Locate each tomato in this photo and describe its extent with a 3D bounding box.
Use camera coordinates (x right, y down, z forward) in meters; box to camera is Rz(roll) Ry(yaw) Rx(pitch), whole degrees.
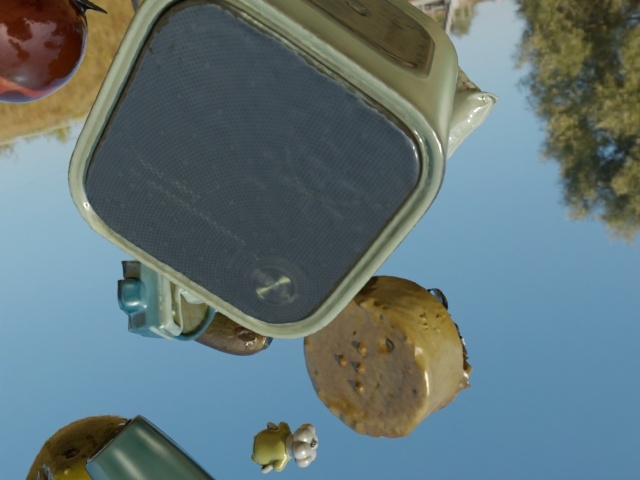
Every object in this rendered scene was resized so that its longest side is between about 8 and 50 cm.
[{"bbox_3d":[-0.469,-0.324,1.001,0.256,0.224,0.256,33,-159,-15],"label":"tomato"}]

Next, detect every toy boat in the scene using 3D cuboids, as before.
[{"bbox_3d":[-0.137,0.061,0.737,0.102,0.088,0.215,-6,170,1],"label":"toy boat"}]

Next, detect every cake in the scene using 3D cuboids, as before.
[{"bbox_3d":[0.174,0.220,1.475,0.332,0.332,0.321,7,-163,38],"label":"cake"}]

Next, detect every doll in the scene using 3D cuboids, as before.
[{"bbox_3d":[-0.074,0.424,1.422,0.162,0.062,0.106,-15,-124,33],"label":"doll"}]

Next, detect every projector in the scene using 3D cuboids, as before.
[{"bbox_3d":[-0.033,-0.104,0.615,0.248,0.248,0.249,33,-148,-7],"label":"projector"}]

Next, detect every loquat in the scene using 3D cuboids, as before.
[{"bbox_3d":[-0.343,0.390,1.118,0.213,0.213,0.246,6,176,36],"label":"loquat"}]

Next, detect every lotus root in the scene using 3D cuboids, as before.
[{"bbox_3d":[-0.228,0.195,1.601,0.241,0.123,0.124,23,-163,6],"label":"lotus root"}]

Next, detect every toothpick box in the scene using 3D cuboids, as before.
[{"bbox_3d":[-0.222,0.327,0.926,0.120,0.184,0.120,-44,-178,2],"label":"toothpick box"}]

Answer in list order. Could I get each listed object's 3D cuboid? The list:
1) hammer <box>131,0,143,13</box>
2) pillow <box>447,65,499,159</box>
[{"bbox_3d":[-0.303,-0.317,1.319,0.044,0.440,0.168,8,-139,16],"label":"hammer"},{"bbox_3d":[0.153,-0.227,1.066,0.078,0.144,0.254,15,-149,-41],"label":"pillow"}]
